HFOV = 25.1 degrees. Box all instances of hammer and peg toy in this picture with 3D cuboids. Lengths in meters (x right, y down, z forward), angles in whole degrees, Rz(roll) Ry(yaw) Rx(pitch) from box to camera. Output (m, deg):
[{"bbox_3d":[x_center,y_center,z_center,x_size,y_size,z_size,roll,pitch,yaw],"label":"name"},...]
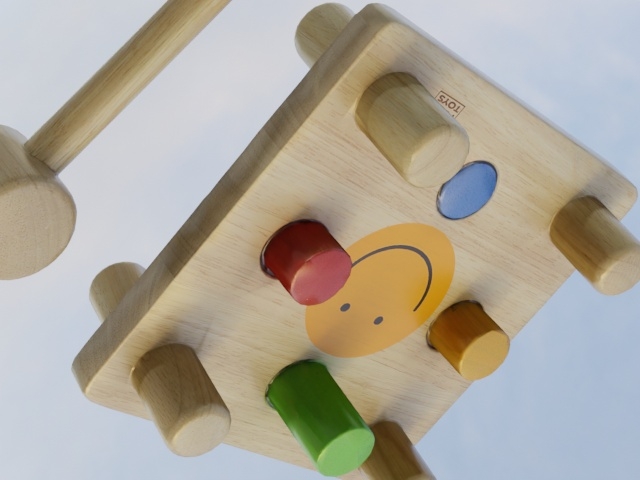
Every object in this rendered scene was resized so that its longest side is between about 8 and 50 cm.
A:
[{"bbox_3d":[0.000,0.000,0.750,0.266,0.361,0.127,-49,-133,13],"label":"hammer and peg toy"}]
